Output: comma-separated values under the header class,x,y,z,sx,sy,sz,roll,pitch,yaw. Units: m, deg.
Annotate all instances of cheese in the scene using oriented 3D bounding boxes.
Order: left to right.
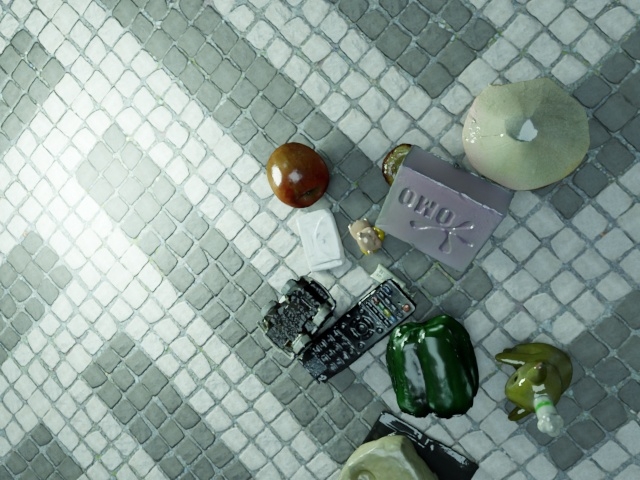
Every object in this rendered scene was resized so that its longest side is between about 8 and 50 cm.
class,x,y,z,sx,sy,sz,roll,pitch,yaw
cheese,0.201,0.731,1.693,0.318,0.115,0.326,17,99,18

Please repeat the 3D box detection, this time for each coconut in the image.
class,x,y,z,sx,sy,sz,roll,pitch,yaw
coconut,0.514,-0.267,1.476,0.298,0.309,0.297,1,94,15

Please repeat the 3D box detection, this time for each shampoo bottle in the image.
class,x,y,z,sx,sy,sz,roll,pitch,yaw
shampoo bottle,0.218,0.127,1.728,0.141,0.034,0.049,36,95,10

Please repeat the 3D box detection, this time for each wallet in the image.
class,x,y,z,sx,sy,sz,roll,pitch,yaw
wallet,0.000,0.000,1.781,0.124,0.032,0.182,-15,91,18
wallet,0.271,0.682,1.750,0.323,0.041,0.247,30,102,9

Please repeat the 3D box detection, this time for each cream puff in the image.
class,x,y,z,sx,sy,sz,roll,pitch,yaw
cream puff,0.251,-0.206,1.667,0.149,0.084,0.148,5,108,15

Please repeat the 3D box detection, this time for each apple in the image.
class,x,y,z,sx,sy,sz,roll,pitch,yaw
apple,-0.067,-0.190,1.717,0.181,0.181,0.168,-45,57,14

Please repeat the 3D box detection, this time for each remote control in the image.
class,x,y,z,sx,sy,sz,roll,pitch,yaw
remote control,0.109,0.276,1.741,0.399,0.062,0.144,-42,90,18

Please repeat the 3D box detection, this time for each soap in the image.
class,x,y,z,sx,sy,sz,roll,pitch,yaw
soap,0.320,-0.079,1.566,0.296,0.285,0.107,28,56,10

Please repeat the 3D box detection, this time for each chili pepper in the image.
class,x,y,z,sx,sy,sz,roll,pitch,yaw
chili pepper,0.307,0.344,1.612,0.249,0.233,0.256,-14,99,6

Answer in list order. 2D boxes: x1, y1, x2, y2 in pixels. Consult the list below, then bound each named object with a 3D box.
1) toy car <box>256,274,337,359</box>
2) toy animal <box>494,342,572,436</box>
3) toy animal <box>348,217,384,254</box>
class,x,y,z,sx,sy,sz,roll,pitch,yaw
toy car,-0.056,0.220,1.744,0.172,0.158,0.235,43,101,13
toy animal,0.541,0.369,1.502,0.181,0.363,0.180,-21,84,30
toy animal,0.139,-0.016,1.714,0.091,0.082,0.114,-32,84,14
